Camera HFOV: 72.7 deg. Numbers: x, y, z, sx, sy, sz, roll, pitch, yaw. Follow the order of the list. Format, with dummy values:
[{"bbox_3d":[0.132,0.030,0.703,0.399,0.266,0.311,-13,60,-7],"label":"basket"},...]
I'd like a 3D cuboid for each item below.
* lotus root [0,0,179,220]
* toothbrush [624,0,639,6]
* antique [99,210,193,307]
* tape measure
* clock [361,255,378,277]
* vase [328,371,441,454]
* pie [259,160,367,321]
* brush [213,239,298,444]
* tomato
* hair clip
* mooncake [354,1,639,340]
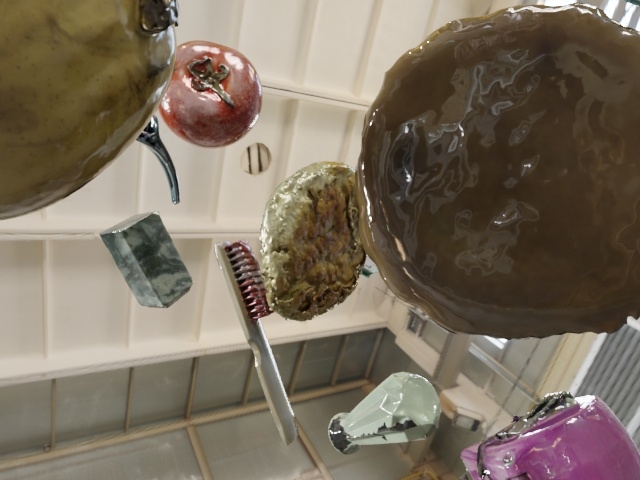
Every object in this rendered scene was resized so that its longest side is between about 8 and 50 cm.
[{"bbox_3d":[-0.226,-0.103,0.289,0.182,0.183,0.309,53,-123,-39],"label":"lotus root"},{"bbox_3d":[0.702,-0.473,0.895,0.167,0.014,0.011,13,-41,-7],"label":"toothbrush"},{"bbox_3d":[-0.337,0.044,0.858,0.088,0.086,0.182,-43,-60,-46],"label":"antique"},{"bbox_3d":[0.355,0.342,0.686,0.246,0.149,0.231,-22,-25,-10],"label":"tape measure"},{"bbox_3d":[0.126,0.009,1.476,0.263,0.231,0.116,28,-114,-17],"label":"clock"},{"bbox_3d":[0.154,0.467,1.136,0.165,0.165,0.360,-1,-32,-32],"label":"vase"},{"bbox_3d":[0.000,0.000,0.693,0.274,0.055,0.273,-22,-62,-50],"label":"pie"},{"bbox_3d":[-0.085,0.147,0.675,0.050,0.060,0.320,-21,-95,11],"label":"brush"},{"bbox_3d":[-0.288,-0.366,1.128,0.271,0.227,0.269,3,-102,-14],"label":"tomato"},{"bbox_3d":[-0.400,-0.191,1.112,0.083,0.048,0.275,-59,-21,-27],"label":"hair clip"},{"bbox_3d":[0.199,-0.060,0.465,0.323,0.324,0.187,-60,-13,8],"label":"mooncake"}]
